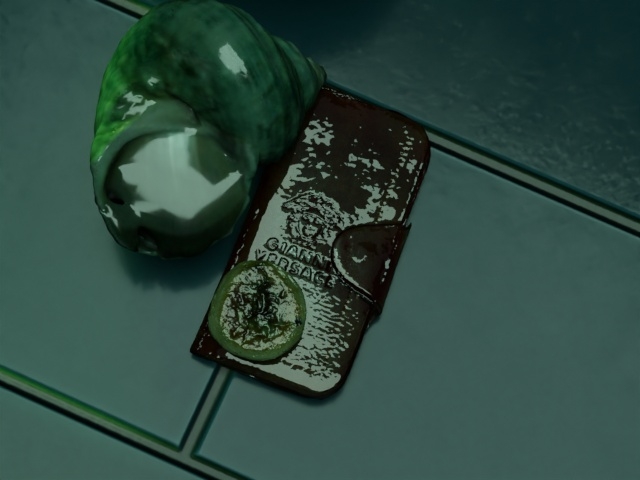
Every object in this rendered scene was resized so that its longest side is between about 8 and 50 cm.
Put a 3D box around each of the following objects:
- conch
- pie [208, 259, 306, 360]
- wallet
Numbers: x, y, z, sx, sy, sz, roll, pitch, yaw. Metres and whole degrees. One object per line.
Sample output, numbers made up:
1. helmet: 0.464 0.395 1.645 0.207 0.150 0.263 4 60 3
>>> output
1. conch: -0.092 -0.101 1.578 0.202 0.134 0.196 -18 104 4
2. pie: -0.050 0.056 1.570 0.084 0.021 0.084 0 79 2
3. wallet: 0.000 0.000 1.611 0.137 0.031 0.255 20 78 4
